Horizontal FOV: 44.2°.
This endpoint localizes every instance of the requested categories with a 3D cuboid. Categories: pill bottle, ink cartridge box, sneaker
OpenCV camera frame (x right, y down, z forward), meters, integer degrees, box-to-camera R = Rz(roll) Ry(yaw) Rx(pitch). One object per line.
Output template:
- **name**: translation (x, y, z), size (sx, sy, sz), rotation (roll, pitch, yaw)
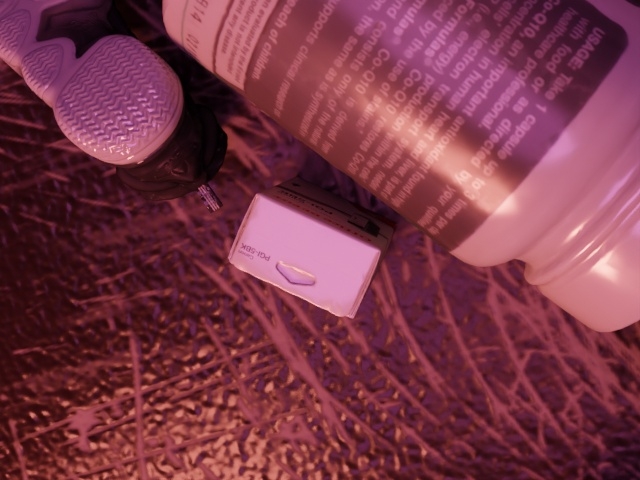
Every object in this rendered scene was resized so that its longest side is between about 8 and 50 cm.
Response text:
- **pill bottle**: translation (0.094, -0.113, 0.531), size (0.361, 0.204, 0.204), rotation (38, 104, 3)
- **ink cartridge box**: translation (0.000, 0.000, 0.603), size (0.099, 0.135, 0.056), rotation (25, 103, 4)
- **sneaker**: translation (-0.166, -0.122, 0.629), size (0.101, 0.153, 0.268), rotation (-39, 56, -1)
